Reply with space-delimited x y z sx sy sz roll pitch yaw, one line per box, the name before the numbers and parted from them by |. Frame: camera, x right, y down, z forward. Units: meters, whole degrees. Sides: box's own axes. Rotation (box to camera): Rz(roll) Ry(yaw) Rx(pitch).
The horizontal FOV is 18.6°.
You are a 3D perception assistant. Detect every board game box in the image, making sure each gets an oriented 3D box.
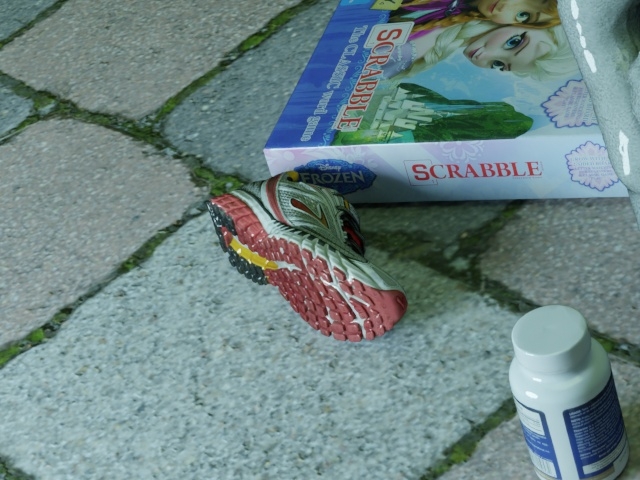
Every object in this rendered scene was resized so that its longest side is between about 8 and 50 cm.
board game box | 0.150 -0.154 1.665 0.318 0.066 0.318 -1 39 22

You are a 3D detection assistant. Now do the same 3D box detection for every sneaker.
sneaker | 0.000 0.000 1.517 0.093 0.088 0.225 -31 38 -18

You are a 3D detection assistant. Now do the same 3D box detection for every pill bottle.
pill bottle | 0.161 0.102 1.284 0.067 0.120 0.067 -12 37 9

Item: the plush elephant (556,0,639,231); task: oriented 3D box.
plush elephant | 0.337 -0.061 1.311 0.255 0.272 0.330 -20 63 21
